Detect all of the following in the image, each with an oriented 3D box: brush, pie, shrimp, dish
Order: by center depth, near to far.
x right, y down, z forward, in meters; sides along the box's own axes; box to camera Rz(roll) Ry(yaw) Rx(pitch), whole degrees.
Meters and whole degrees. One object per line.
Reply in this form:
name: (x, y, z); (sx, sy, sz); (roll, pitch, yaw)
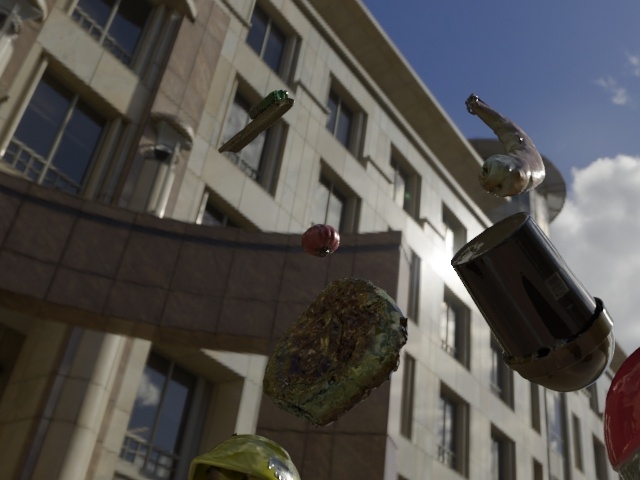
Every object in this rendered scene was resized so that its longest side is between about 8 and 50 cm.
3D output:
dish: (-0.086, 0.313, 0.964); (0.149, 0.080, 0.207); (-20, -54, 31)
shrimp: (0.237, -0.135, 0.999); (0.161, 0.166, 0.049); (-19, -20, -44)
pie: (0.022, 0.199, 1.364); (0.103, 0.288, 0.355); (44, -18, -23)
brush: (-0.151, -0.261, 1.635); (0.054, 0.048, 0.282); (-6, -14, -35)

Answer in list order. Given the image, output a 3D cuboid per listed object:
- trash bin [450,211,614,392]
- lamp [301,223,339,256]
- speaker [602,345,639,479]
trash bin: (0.403, 0.130, 1.359); (0.334, 0.214, 0.214); (52, -45, -4)
lamp: (0.000, 0.000, 2.026); (0.108, 0.092, 0.107); (-7, -30, -4)
speaker: (0.497, 0.242, 0.904); (0.294, 0.294, 0.294); (6, -34, 4)
